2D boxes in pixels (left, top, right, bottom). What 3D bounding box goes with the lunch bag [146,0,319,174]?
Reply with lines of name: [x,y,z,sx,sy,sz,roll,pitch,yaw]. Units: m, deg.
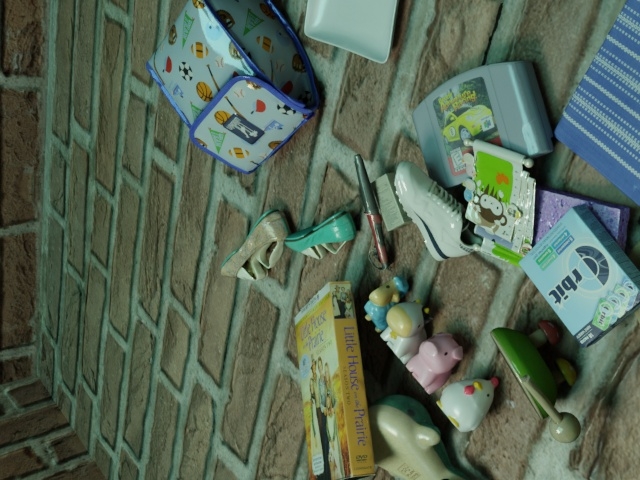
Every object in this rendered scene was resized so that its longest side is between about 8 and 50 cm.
lunch bag: [-0.203,-0.386,1.923,0.385,0.239,0.328,56,138,1]

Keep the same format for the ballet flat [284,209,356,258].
ballet flat: [0.000,0.000,1.893,0.247,0.083,0.087,-23,96,53]

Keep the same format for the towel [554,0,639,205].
towel: [0.522,-0.234,1.227,0.243,0.040,0.336,51,133,35]

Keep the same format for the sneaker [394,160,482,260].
sneaker: [0.228,-0.065,1.542,0.095,0.090,0.235,-12,125,42]

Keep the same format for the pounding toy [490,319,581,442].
pounding toy: [0.405,0.229,1.423,0.183,0.110,0.237,57,-174,-21]

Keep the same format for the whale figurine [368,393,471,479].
whale figurine: [0.215,0.448,1.734,0.272,0.141,0.216,38,137,8]

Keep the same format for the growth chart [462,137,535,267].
growth chart: [0.325,-0.066,1.445,0.172,0.021,0.237,18,124,47]

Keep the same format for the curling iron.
curling iron: [0.107,-0.055,1.727,0.068,0.035,0.274,24,134,59]

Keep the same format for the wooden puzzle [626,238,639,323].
wooden puzzle: [0.564,0.070,1.202,0.238,0.044,0.221,-104,31,-43]

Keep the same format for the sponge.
sponge: [0.432,-0.022,1.374,0.210,0.031,0.117,24,117,53]

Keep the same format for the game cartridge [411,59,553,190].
game cartridge: [0.290,-0.216,1.487,0.294,0.060,0.196,-21,79,54]

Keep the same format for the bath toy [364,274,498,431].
bath toy: [0.233,0.231,1.642,0.348,0.129,0.151,50,178,32]

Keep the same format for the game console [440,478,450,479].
game console: [0.237,0.626,1.723,0.213,0.044,0.361,45,143,13]

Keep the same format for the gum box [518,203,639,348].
gum box: [0.436,0.060,1.314,0.184,0.041,0.157,58,139,24]

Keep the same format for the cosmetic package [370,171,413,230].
cosmetic package: [0.156,-0.084,1.705,0.060,0.041,0.115,-28,78,52]

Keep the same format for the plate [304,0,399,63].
plate: [0.081,-0.540,1.672,0.278,0.045,0.277,32,123,42]

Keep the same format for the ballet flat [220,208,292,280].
ballet flat: [-0.170,0.043,2.095,0.106,0.107,0.316,56,139,14]

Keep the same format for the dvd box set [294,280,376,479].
dvd box set: [0.024,0.336,1.813,0.307,0.062,0.420,130,136,-63]
